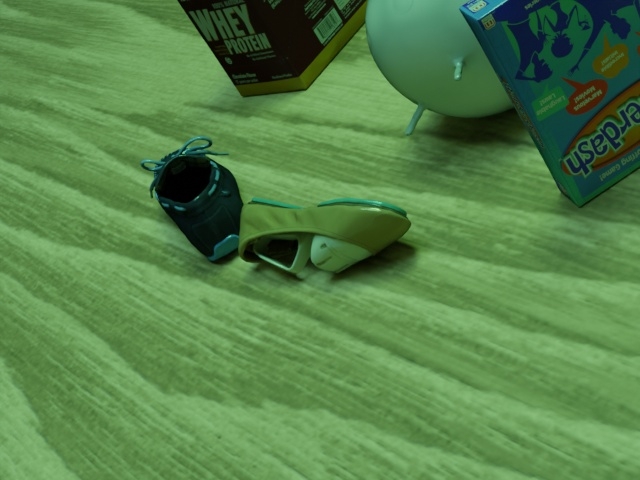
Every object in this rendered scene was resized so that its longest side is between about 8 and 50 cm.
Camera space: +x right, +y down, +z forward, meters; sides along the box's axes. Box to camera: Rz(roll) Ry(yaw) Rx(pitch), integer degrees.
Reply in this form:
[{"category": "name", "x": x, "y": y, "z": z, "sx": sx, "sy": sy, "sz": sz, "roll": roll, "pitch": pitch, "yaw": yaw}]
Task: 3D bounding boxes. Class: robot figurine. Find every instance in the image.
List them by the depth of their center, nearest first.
[{"category": "robot figurine", "x": 0.168, "y": -0.272, "z": 1.466, "sx": 0.300, "sy": 0.200, "sz": 0.353, "roll": 105, "pitch": -174, "yaw": -62}]

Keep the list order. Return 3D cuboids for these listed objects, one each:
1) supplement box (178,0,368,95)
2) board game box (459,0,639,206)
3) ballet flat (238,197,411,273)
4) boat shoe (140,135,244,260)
[{"category": "supplement box", "x": -0.059, "y": -0.322, "z": 1.825, "sx": 0.129, "sy": 0.194, "sz": 0.191, "roll": 0, "pitch": 43, "yaw": 47}, {"category": "board game box", "x": 0.239, "y": -0.157, "z": 1.231, "sx": 0.160, "sy": 0.210, "sz": 0.047, "roll": -35, "pitch": 29, "yaw": 0}, {"category": "ballet flat", "x": 0.000, "y": 0.000, "z": 1.407, "sx": 0.232, "sy": 0.080, "sz": 0.073, "roll": 3, "pitch": 72, "yaw": 52}, {"category": "boat shoe", "x": -0.140, "y": -0.068, "z": 1.621, "sx": 0.109, "sy": 0.089, "sz": 0.258, "roll": -38, "pitch": 28, "yaw": -8}]
